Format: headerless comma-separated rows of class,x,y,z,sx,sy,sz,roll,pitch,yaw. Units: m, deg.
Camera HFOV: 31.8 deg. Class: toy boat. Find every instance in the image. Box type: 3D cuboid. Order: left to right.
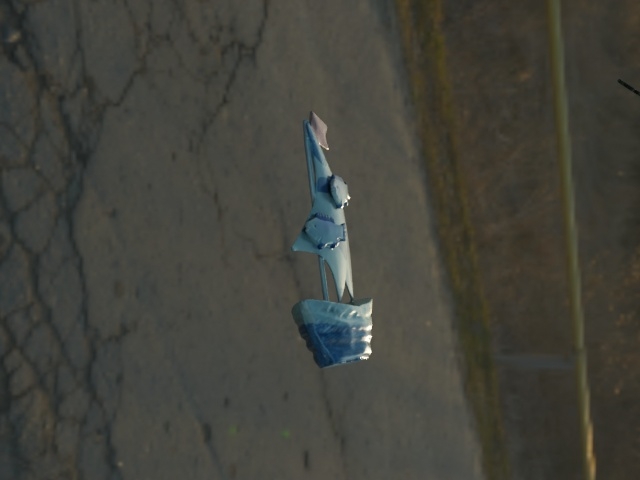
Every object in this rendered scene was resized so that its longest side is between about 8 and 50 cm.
toy boat,0.005,0.008,0.659,0.105,0.034,0.149,51,30,-57

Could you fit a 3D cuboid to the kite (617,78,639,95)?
kite,0.317,-0.126,1.075,0.002,0.078,0.044,-7,112,-58
